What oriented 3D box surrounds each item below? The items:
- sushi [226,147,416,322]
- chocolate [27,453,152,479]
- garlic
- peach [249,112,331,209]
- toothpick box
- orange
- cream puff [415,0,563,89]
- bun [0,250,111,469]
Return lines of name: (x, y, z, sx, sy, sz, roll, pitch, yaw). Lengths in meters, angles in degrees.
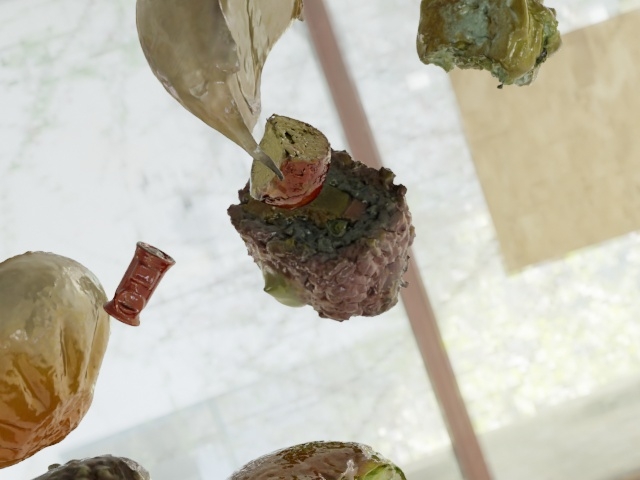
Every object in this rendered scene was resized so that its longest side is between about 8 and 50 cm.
sushi: (0.000, 0.000, 2.329, 0.270, 0.171, 0.236, 25, -119, 29)
chocolate: (-0.347, 0.411, 2.134, 0.340, 0.210, 0.225, -19, 155, -17)
garlic: (-0.095, -0.225, 1.681, 0.151, 0.196, 0.338, -47, -157, 32)
peach: (-0.034, -0.104, 2.171, 0.092, 0.127, 0.172, 16, 179, -21)
toothpick box: (-0.190, 0.047, 1.647, 0.083, 0.047, 0.047, -61, -178, 6)
orange: (-0.035, 0.360, 1.750, 0.196, 0.262, 0.334, 1, -164, 30)
cream puff: (0.262, -0.324, 2.387, 0.221, 0.194, 0.195, 22, -152, 30)
bun: (-0.347, 0.162, 1.825, 0.299, 0.165, 0.299, -43, 165, -14)
